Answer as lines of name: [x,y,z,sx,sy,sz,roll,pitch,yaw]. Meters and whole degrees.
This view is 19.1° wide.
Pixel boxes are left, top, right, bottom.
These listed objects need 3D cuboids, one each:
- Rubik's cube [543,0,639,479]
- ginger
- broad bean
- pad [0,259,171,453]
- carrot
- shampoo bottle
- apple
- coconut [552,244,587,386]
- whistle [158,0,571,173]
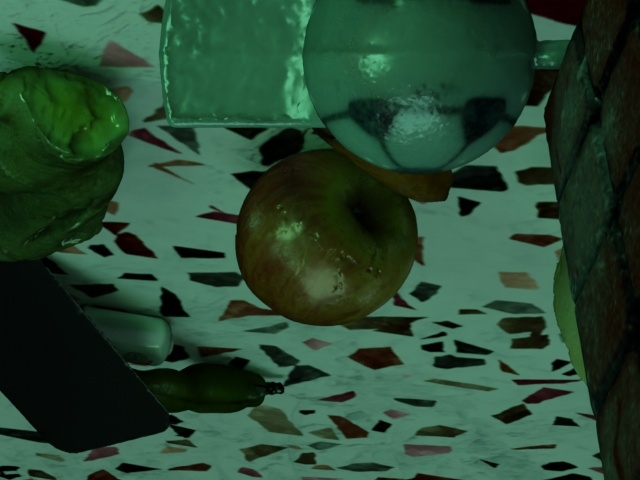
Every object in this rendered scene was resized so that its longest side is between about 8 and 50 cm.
Rubik's cube: [0.333,-0.050,0.992,0.337,0.344,0.344,7,139,-9]
ginger: [-0.223,-0.056,1.477,0.137,0.089,0.290,-11,163,-11]
broad bean: [-0.128,0.150,1.923,0.213,0.048,0.070,10,-167,-37]
pad: [-0.317,0.110,1.866,0.323,0.055,0.250,-2,133,50]
carrot: [0.060,-0.068,1.422,0.072,0.072,0.205,-7,156,24]
shampoo bottle: [-0.190,0.095,1.849,0.099,0.043,0.072,10,157,-13]
apple: [0.000,0.000,1.491,0.146,0.146,0.146,3,156,2]
coconut: [0.297,0.014,1.376,0.239,0.239,0.244,8,155,-9]
whistle: [0.028,-0.118,1.213,0.289,0.163,0.163,0,155,8]
